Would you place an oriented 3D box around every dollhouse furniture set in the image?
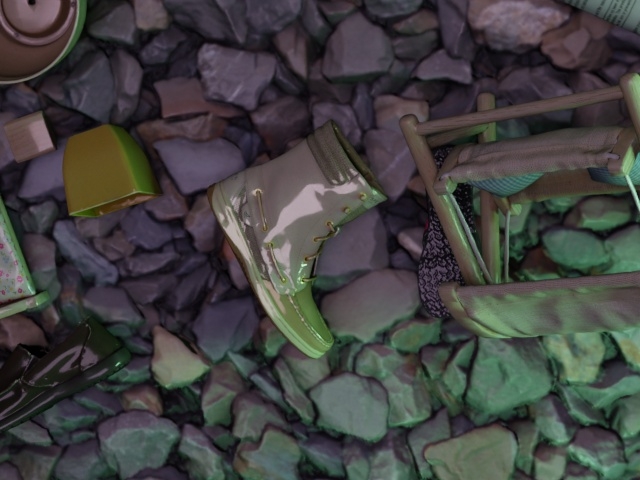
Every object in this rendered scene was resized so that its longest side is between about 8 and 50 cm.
[{"bbox_3d":[-0.416,0.067,1.688,0.356,0.174,0.303,-20,96,12],"label":"dollhouse furniture set"}]

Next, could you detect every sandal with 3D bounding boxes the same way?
[{"bbox_3d":[0.135,-0.008,1.657,0.067,0.040,0.179,1,85,4],"label":"sandal"}]

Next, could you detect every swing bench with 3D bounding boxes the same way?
[{"bbox_3d":[0.242,-0.025,1.520,0.253,0.165,0.254,-8,98,38],"label":"swing bench"}]

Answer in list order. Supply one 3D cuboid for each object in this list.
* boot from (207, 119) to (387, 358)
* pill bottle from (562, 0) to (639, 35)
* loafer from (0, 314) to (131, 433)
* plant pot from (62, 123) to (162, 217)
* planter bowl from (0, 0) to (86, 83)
[{"bbox_3d":[0.000,0.000,1.658,0.165,0.077,0.213,-29,90,11],"label":"boot"},{"bbox_3d":[0.243,-0.309,1.524,0.283,0.160,0.160,24,102,5],"label":"pill bottle"},{"bbox_3d":[-0.314,0.149,1.738,0.220,0.080,0.078,-28,89,4],"label":"loafer"},{"bbox_3d":[-0.225,-0.076,1.684,0.081,0.081,0.083,-17,85,12],"label":"plant pot"},{"bbox_3d":[-0.310,-0.246,1.653,0.162,0.109,0.162,2,100,10],"label":"planter bowl"}]
